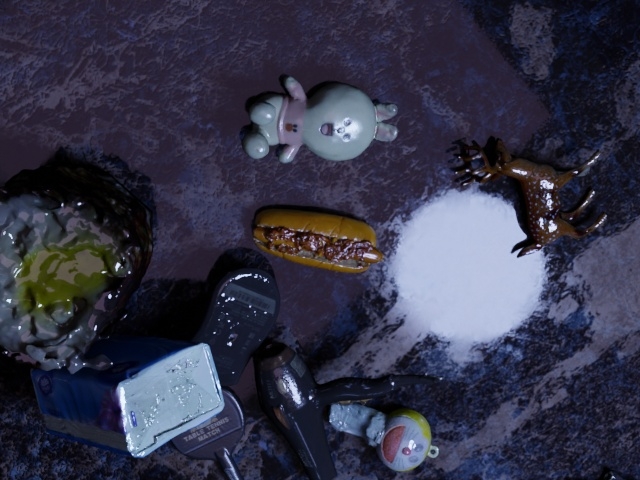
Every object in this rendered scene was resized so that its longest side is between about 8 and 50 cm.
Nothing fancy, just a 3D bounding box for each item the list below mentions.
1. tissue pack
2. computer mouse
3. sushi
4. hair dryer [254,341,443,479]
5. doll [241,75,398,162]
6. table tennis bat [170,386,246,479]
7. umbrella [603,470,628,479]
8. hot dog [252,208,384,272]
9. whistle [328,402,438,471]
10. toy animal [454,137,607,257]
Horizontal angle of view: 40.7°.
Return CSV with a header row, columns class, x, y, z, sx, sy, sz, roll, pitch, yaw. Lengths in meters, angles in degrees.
class,x,y,z,sx,sy,sz,roll,pitch,yaw
tissue pack,-0.327,0.250,1.455,0.198,0.263,0.146,-23,107,-45
computer mouse,-0.176,0.160,1.571,0.147,0.088,0.264,29,93,-30
sushi,-0.430,0.038,1.407,0.281,0.294,0.300,19,100,-10
hair dryer,0.063,0.307,1.565,0.359,0.120,0.304,-14,109,25
doll,-0.006,-0.211,1.504,0.274,0.113,0.155,-5,112,-13
table tennis bat,-0.202,0.380,1.651,0.150,0.027,0.236,-25,102,-1
umbrella,0.677,0.527,1.749,0.357,0.113,0.106,1,129,-12
hot dog,0.000,0.000,1.563,0.249,0.076,0.102,12,97,-8
whistle,0.119,0.367,1.645,0.223,0.123,0.123,21,99,4
toy animal,0.392,-0.090,1.586,0.259,0.087,0.244,-17,102,-6
